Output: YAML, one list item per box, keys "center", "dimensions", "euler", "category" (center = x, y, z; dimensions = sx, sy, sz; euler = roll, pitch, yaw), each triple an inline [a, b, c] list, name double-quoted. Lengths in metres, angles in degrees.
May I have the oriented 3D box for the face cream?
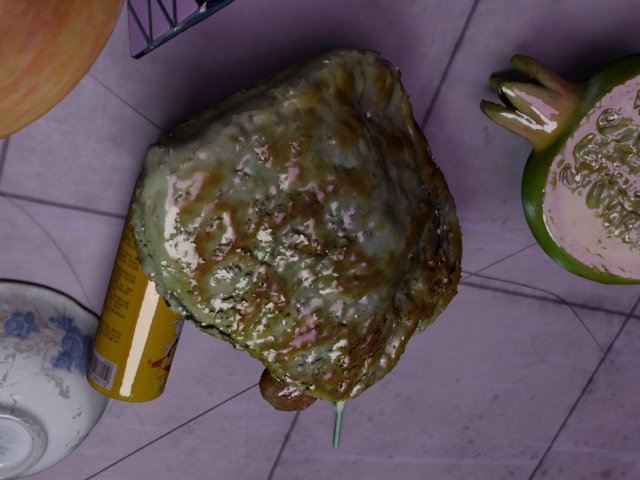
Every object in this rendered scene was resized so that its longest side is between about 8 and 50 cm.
- center: [-0.200, 0.025, 1.042]
  dimensions: [0.105, 0.105, 0.349]
  euler: [11, 107, -23]
  category: "face cream"

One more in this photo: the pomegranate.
- center: [0.374, -0.120, 1.098]
  dimensions: [0.358, 0.216, 0.310]
  euler: [33, 109, 1]
  category: "pomegranate"

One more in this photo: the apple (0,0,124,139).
- center: [-0.353, -0.263, 0.684]
  dimensions: [0.391, 0.391, 0.346]
  euler: [33, 86, -30]
  category: "apple"

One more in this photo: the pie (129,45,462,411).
- center: [-0.001, -0.024, 0.983]
  dimensions: [0.395, 0.180, 0.418]
  euler: [-47, 130, -19]
  category: "pie"

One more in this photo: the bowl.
- center: [-0.414, 0.217, 1.085]
  dimensions: [0.313, 0.146, 0.313]
  euler: [-7, 121, -13]
  category: "bowl"

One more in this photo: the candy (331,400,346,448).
- center: [0.032, 0.262, 1.309]
  dimensions: [0.062, 0.058, 0.194]
  euler: [1, 129, -8]
  category: "candy"

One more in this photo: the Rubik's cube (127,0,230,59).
- center: [-0.142, -0.242, 0.875]
  dimensions: [0.211, 0.178, 0.190]
  euler: [20, 116, -25]
  category: "Rubik's cube"
